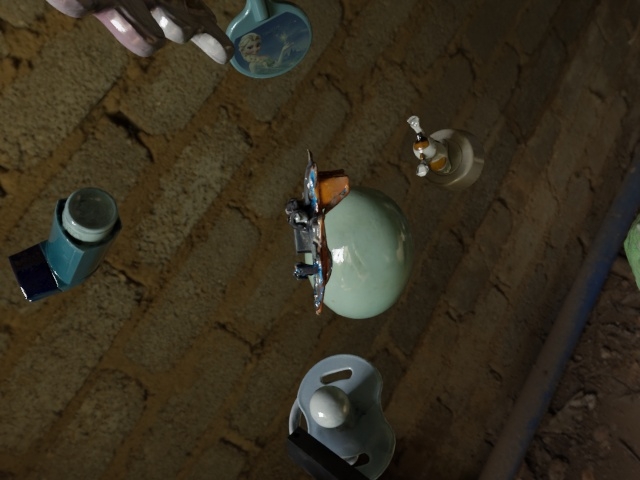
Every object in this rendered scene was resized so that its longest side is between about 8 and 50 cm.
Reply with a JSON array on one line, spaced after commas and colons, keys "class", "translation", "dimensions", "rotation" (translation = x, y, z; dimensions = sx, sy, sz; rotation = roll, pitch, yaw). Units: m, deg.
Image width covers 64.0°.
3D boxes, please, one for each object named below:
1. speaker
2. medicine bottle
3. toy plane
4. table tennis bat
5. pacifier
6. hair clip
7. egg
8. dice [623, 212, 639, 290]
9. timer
[{"class": "speaker", "translation": [0.024, 0.479, 1.060], "dimensions": [0.218, 0.082, 0.044], "rotation": [27, 46, 31]}, {"class": "medicine bottle", "translation": [-0.357, 0.008, 0.725], "dimensions": [0.124, 0.079, 0.258], "rotation": [-20, -7, -39]}, {"class": "toy plane", "translation": [-0.012, 0.000, 0.557], "dimensions": [0.135, 0.062, 0.188], "rotation": [-105, 23, -65]}, {"class": "table tennis bat", "translation": [-0.089, -0.347, 0.814], "dimensions": [0.149, 0.237, 0.038], "rotation": [-18, 66, -1]}, {"class": "pacifier", "translation": [0.029, 0.388, 1.142], "dimensions": [0.244, 0.233, 0.299], "rotation": [-16, 56, 6]}, {"class": "hair clip", "translation": [-0.147, -0.215, 0.425], "dimensions": [0.075, 0.146, 0.257], "rotation": [-29, 7, 27]}, {"class": "egg", "translation": [0.098, 0.035, 1.292], "dimensions": [0.276, 0.388, 0.276], "rotation": [-2, 46, 3]}, {"class": "dice", "translation": [0.820, 0.039, 0.966], "dimensions": [0.322, 0.330, 0.318], "rotation": [-29, 16, 6]}, {"class": "timer", "translation": [0.301, -0.222, 1.323], "dimensions": [0.175, 0.266, 0.175], "rotation": [0, 90, 33]}]
